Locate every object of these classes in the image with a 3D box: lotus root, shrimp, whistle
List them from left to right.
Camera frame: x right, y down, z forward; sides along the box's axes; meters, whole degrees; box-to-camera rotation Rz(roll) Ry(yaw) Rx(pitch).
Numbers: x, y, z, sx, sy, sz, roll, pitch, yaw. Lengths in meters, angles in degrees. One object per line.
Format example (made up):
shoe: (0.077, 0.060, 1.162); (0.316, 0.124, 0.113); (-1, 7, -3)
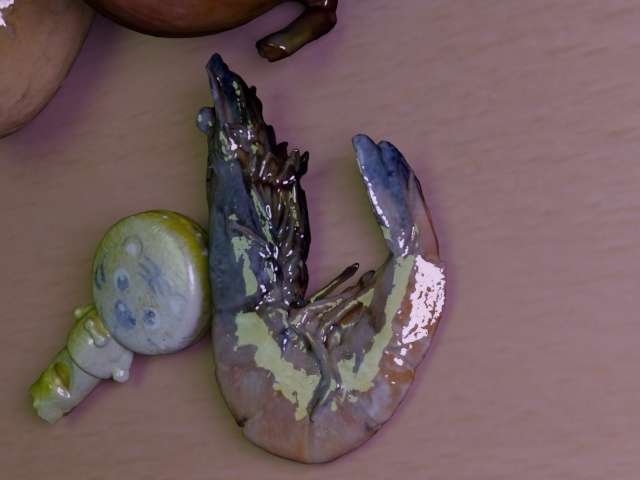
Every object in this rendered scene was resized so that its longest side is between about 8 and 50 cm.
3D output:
lotus root: (-0.240, -0.239, 1.297); (0.151, 0.169, 0.342); (30, 98, 58)
whistle: (-0.143, 0.061, 1.210); (0.198, 0.057, 0.104); (-49, 67, 27)
shrimp: (-0.004, -0.001, 1.101); (0.178, 0.075, 0.289); (-16, 65, 27)

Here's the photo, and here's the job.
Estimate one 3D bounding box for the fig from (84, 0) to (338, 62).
fig: (-0.083, -0.246, 1.163); (0.235, 0.214, 0.235); (-46, 36, 50)
